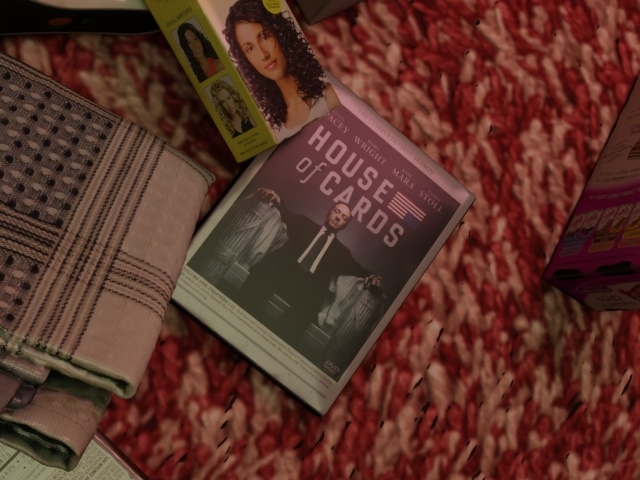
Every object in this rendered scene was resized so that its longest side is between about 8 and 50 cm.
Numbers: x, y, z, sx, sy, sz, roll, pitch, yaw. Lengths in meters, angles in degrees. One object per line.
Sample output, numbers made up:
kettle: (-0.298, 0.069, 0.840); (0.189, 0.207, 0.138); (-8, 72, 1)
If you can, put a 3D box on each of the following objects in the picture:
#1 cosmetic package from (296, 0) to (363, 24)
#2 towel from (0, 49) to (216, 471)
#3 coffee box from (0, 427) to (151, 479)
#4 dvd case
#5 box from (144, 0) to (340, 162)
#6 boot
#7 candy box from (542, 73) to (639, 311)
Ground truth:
cosmetic package: (0.031, -0.306, 0.868); (0.151, 0.151, 0.183); (-28, 92, -18)
towel: (-0.239, -0.032, 0.710); (0.312, 0.056, 0.324); (30, 37, -12)
coffee box: (-0.201, 0.163, 0.750); (0.246, 0.141, 0.098); (46, 74, -7)
dvd case: (0.000, 0.000, 0.889); (0.179, 0.029, 0.238); (39, 75, -10)
box: (-0.079, -0.183, 0.813); (0.087, 0.058, 0.232); (-39, 103, -40)
boot: (-0.229, -0.251, 0.799); (0.244, 0.088, 0.176); (-7, 85, -38)
candy box: (0.307, -0.054, 0.923); (0.071, 0.159, 0.233); (31, 76, -13)
